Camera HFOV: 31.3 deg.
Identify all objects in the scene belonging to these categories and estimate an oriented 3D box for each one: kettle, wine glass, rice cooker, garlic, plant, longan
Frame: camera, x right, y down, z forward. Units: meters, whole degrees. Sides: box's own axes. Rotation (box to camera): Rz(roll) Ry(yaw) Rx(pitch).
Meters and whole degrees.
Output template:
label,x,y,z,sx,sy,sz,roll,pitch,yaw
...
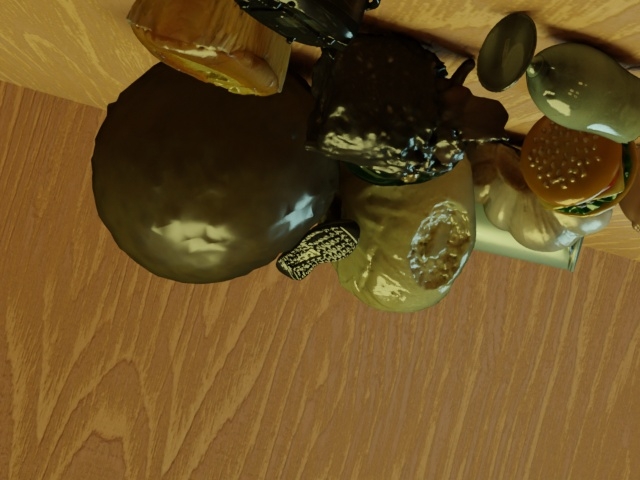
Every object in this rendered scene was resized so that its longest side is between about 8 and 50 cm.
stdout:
label,x,y,z,sx,sy,sz,roll,pitch,yaw
kettle,0.365,-0.068,2.239,0.318,0.205,0.265,13,175,13
wine glass,0.273,-0.171,1.247,0.202,0.093,0.093,16,178,-31
rice cooker,-0.018,-0.251,1.109,0.112,0.106,0.165,9,164,44
garlic,0.381,-0.077,2.017,0.281,0.185,0.203,15,-171,31
plant,0.100,-0.174,1.473,0.234,0.178,0.204,5,169,-11
longan,-0.184,-0.123,1.906,0.404,0.404,0.436,16,158,-28

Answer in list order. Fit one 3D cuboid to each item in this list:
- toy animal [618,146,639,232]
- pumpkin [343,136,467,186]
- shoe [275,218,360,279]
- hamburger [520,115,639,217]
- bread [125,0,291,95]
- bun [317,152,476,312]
label,x,y,z,sx,sy,sz,roll,pitch,yaw
toy animal,0.562,-0.052,1.768,0.197,0.171,0.171,27,172,-39
pumpkin,0.130,-0.166,1.810,0.211,0.152,0.211,-16,167,-4
shoe,0.001,-0.001,1.971,0.074,0.077,0.194,43,135,-16
hamburger,0.355,-0.111,1.582,0.162,0.162,0.115,14,174,39
bread,-0.134,-0.268,1.497,0.152,0.119,0.288,19,180,12
bun,0.111,-0.050,2.042,0.202,0.364,0.364,3,-175,-28
